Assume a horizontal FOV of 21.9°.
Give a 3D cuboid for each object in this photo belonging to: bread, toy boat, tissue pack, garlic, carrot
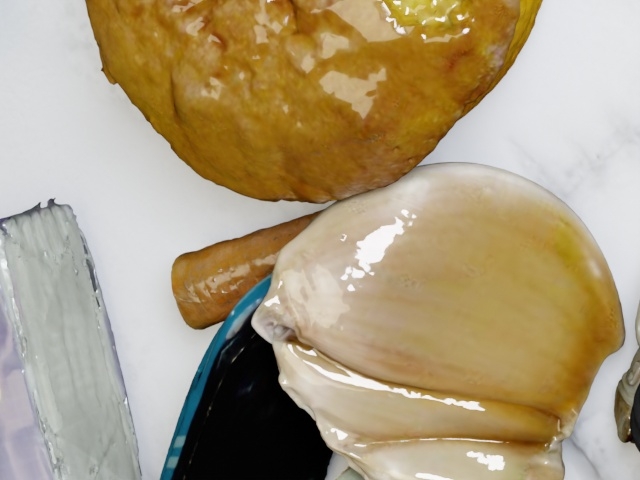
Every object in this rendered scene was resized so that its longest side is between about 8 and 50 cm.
[{"bbox_3d":[0.000,-0.179,1.006,0.312,0.172,0.312,7,105,29],"label":"bread"},{"bbox_3d":[-0.061,0.135,1.159,0.092,0.134,0.299,43,121,43],"label":"toy boat"},{"bbox_3d":[-0.321,0.115,1.282,0.343,0.125,0.242,-10,98,30],"label":"tissue pack"},{"bbox_3d":[0.073,0.054,1.048,0.228,0.110,0.217,24,95,-9],"label":"garlic"},{"bbox_3d":[0.000,0.000,1.124,0.224,0.057,0.057,-22,92,25],"label":"carrot"}]

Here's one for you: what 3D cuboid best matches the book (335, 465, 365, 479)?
[{"bbox_3d":[0.111,0.251,1.047,0.282,0.215,0.025,43,147,10],"label":"book"}]

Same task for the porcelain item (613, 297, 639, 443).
[{"bbox_3d":[0.228,0.032,0.999,0.084,0.054,0.213,7,123,-17],"label":"porcelain item"}]

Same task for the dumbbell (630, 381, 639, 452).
[{"bbox_3d":[0.237,0.132,0.980,0.099,0.099,0.208,4,135,27],"label":"dumbbell"}]
